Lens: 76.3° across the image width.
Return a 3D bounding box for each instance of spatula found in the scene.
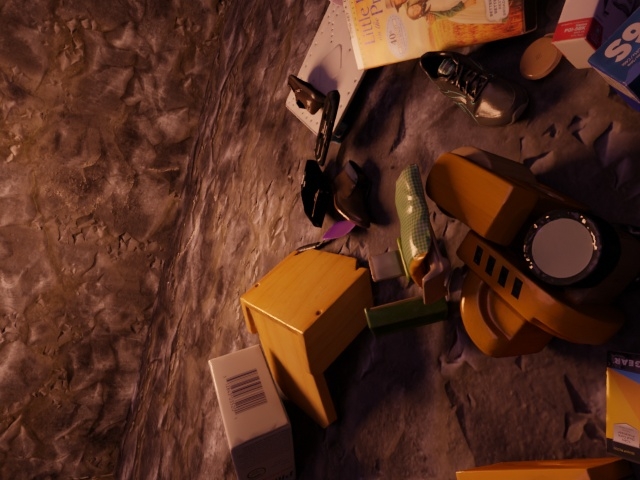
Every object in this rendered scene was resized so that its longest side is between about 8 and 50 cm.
[{"bbox_3d":[0.000,0.000,1.183,0.084,0.030,0.296,-49,11,-35],"label":"spatula"}]

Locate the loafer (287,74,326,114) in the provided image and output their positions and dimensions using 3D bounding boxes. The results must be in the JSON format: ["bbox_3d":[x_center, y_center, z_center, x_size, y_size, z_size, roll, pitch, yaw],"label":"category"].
[{"bbox_3d":[-0.060,-0.467,1.306,0.078,0.080,0.220,-60,38,22],"label":"loafer"}]

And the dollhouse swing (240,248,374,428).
[{"bbox_3d":[-0.008,0.247,1.099,0.315,0.305,0.346,-41,26,-24],"label":"dollhouse swing"}]

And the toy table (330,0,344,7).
[{"bbox_3d":[0.131,-0.715,1.046,0.274,0.252,0.161,-34,22,17],"label":"toy table"}]

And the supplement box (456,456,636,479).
[{"bbox_3d":[0.314,0.400,0.528,0.191,0.129,0.194,-35,52,44],"label":"supplement box"}]

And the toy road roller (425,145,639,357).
[{"bbox_3d":[0.292,0.026,0.626,0.330,0.202,0.241,54,128,46],"label":"toy road roller"}]

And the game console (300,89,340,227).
[{"bbox_3d":[0.006,-0.232,1.151,0.213,0.043,0.362,-109,29,-55],"label":"game console"}]

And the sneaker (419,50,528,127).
[{"bbox_3d":[0.294,-0.310,0.821,0.101,0.106,0.267,-59,40,22],"label":"sneaker"}]

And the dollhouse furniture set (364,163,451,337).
[{"bbox_3d":[0.131,0.036,0.740,0.151,0.301,0.198,-15,63,9],"label":"dollhouse furniture set"}]

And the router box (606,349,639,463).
[{"bbox_3d":[0.446,0.210,0.478,0.178,0.046,0.134,-7,74,54],"label":"router box"}]

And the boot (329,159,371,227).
[{"bbox_3d":[0.089,-0.126,1.068,0.106,0.082,0.219,-62,35,25],"label":"boot"}]

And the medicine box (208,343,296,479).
[{"bbox_3d":[-0.181,0.482,1.087,0.263,0.149,0.290,-126,27,-48],"label":"medicine box"}]

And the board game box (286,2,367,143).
[{"bbox_3d":[0.049,-0.545,1.295,0.390,0.050,0.390,-61,37,22],"label":"board game box"}]

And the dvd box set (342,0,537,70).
[{"bbox_3d":[0.215,-0.551,0.850,0.420,0.062,0.308,12,127,46],"label":"dvd box set"}]

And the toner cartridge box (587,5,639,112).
[{"bbox_3d":[0.510,-0.306,0.460,0.348,0.165,0.075,-51,43,33],"label":"toner cartridge box"}]

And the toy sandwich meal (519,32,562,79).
[{"bbox_3d":[0.404,-0.331,0.739,0.085,0.029,0.086,-16,70,54],"label":"toy sandwich meal"}]

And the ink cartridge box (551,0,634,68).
[{"bbox_3d":[0.434,-0.359,0.640,0.056,0.099,0.136,25,100,55],"label":"ink cartridge box"}]
